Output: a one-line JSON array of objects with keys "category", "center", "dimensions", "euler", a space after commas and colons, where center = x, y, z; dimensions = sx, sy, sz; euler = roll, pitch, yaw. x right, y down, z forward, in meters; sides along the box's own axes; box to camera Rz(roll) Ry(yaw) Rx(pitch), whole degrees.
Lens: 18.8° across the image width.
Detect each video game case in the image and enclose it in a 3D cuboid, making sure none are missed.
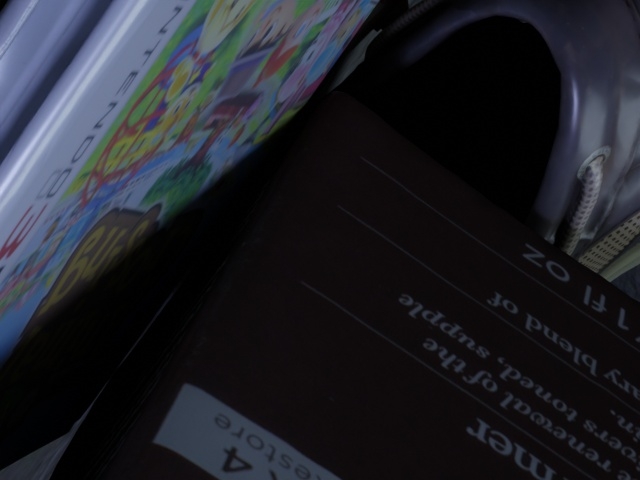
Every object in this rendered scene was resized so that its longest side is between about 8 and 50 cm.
[{"category": "video game case", "center": [-0.040, -0.021, 0.418], "dimensions": [0.193, 0.023, 0.212], "euler": [-54, 175, 9]}]

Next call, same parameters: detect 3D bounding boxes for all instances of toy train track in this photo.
[{"category": "toy train track", "center": [0.018, -0.083, 0.581], "dimensions": [0.048, 0.014, 0.083], "euler": [-45, 168, -7]}]

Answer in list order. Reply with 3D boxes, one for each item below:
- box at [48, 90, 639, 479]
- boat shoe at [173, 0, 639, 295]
[{"category": "box", "center": [0.000, 0.139, 0.408], "dimensions": [0.143, 0.191, 0.381], "euler": [-52, -173, 33]}, {"category": "boat shoe", "center": [0.008, 0.013, 0.653], "dimensions": [0.130, 0.132, 0.355], "euler": [-14, 151, -44]}]
